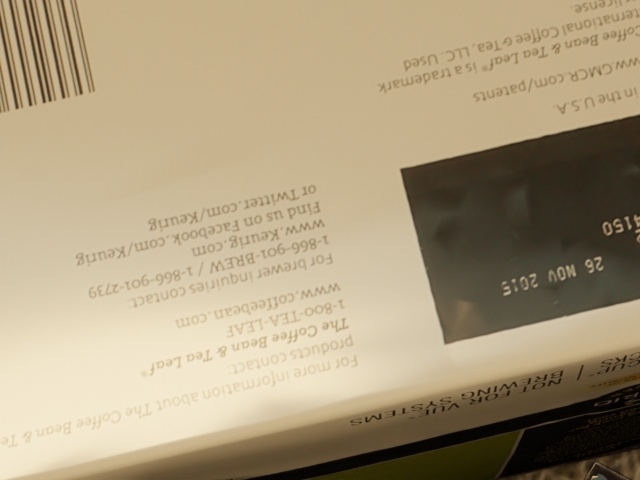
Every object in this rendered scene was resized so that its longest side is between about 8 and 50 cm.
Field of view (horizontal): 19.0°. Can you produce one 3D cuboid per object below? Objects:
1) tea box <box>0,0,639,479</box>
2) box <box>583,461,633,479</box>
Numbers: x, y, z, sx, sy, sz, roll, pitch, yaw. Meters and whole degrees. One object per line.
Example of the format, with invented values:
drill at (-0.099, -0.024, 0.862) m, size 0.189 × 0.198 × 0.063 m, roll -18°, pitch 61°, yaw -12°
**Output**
tea box at (0.000, 0.000, 0.848) m, size 0.329 × 0.323 × 0.220 m, roll -12°, pitch 75°, yaw -3°
box at (0.172, 0.183, 0.877) m, size 0.156 × 0.158 × 0.093 m, roll 28°, pitch 82°, yaw 13°
